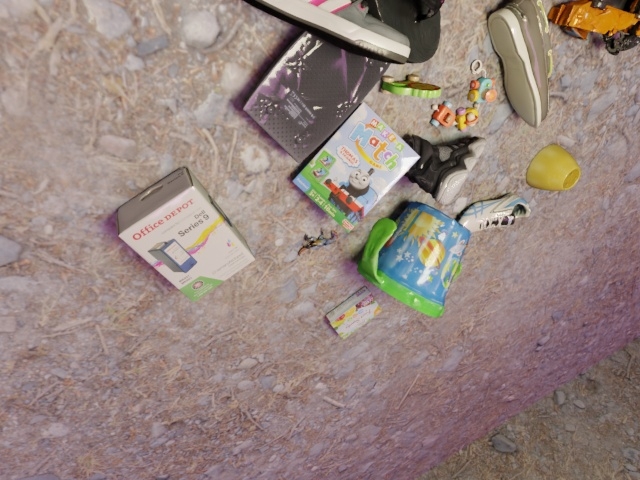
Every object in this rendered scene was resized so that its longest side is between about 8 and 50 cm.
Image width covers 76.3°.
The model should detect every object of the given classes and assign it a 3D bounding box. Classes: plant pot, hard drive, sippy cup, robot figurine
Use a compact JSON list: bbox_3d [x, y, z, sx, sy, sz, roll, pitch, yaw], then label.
[{"bbox_3d":[0.675,-0.194,1.160,0.134,0.095,0.134,-16,128,-20],"label":"plant pot"},{"bbox_3d":[-0.008,-0.284,0.734,0.255,0.054,0.172,-46,132,6],"label":"hard drive"},{"bbox_3d":[0.243,0.034,1.006,0.224,0.239,0.305,-61,168,6],"label":"sippy cup"},{"bbox_3d":[0.659,-0.540,0.912,0.290,0.085,0.211,-4,124,-26],"label":"robot figurine"}]

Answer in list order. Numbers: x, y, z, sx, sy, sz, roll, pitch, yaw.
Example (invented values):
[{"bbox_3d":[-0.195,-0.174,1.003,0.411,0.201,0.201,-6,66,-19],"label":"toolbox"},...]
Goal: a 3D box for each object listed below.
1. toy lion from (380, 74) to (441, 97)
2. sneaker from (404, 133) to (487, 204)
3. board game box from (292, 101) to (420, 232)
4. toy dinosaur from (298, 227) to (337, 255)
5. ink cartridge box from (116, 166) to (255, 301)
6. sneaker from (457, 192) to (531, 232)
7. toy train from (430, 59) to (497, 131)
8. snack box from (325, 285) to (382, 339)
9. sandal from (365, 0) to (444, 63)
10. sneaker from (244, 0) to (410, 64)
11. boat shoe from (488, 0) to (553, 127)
[{"bbox_3d":[0.183,-0.299,0.803,0.100,0.096,0.034,-11,127,-22],"label":"toy lion"},{"bbox_3d":[0.274,-0.195,0.928,0.268,0.153,0.101,-46,163,-42],"label":"sneaker"},{"bbox_3d":[0.071,-0.146,0.835,0.160,0.039,0.211,42,97,-6],"label":"board game box"},{"bbox_3d":[0.000,0.000,0.966,0.082,0.047,0.090,1,155,-40],"label":"toy dinosaur"},{"bbox_3d":[-0.248,-0.007,0.770,0.154,0.093,0.212,-34,130,-3],"label":"ink cartridge box"},{"bbox_3d":[0.488,-0.068,1.151,0.237,0.086,0.085,-21,132,-14],"label":"sneaker"},{"bbox_3d":[0.331,-0.309,0.915,0.125,0.046,0.166,27,106,-40],"label":"toy train"},{"bbox_3d":[0.096,0.206,1.153,0.141,0.037,0.100,-36,134,-2],"label":"snack box"},{"bbox_3d":[0.131,-0.478,0.614,0.167,0.107,0.446,-45,135,-20],"label":"sandal"},{"bbox_3d":[0.025,-0.394,0.595,0.295,0.124,0.179,21,108,-11],"label":"sneaker"},{"bbox_3d":[0.461,-0.383,0.895,0.091,0.109,0.305,-37,129,5],"label":"boat shoe"}]
